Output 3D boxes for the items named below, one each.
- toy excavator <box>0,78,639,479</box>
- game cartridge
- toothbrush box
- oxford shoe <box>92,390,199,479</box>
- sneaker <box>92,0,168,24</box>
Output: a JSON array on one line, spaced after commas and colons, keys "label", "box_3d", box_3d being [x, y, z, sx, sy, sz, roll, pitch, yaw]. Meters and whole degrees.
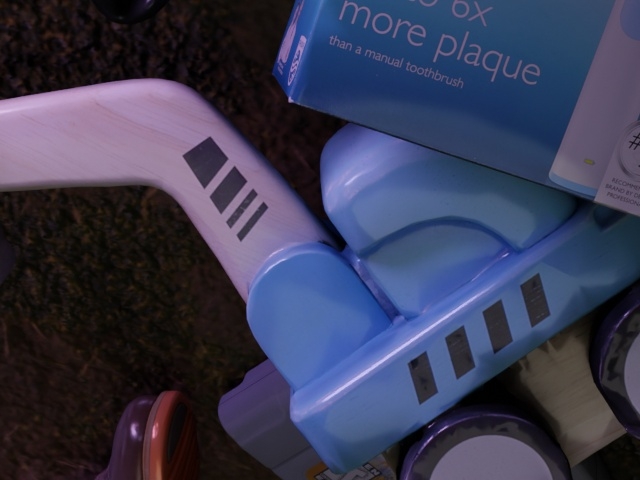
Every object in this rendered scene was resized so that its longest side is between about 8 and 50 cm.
[{"label": "toy excavator", "box_3d": [0.000, 0.000, 1.139, 0.433, 0.222, 0.445, -34, 100, 8]}, {"label": "game cartridge", "box_3d": [0.091, 0.168, 1.375, 0.198, 0.062, 0.297, -32, 121, 32]}, {"label": "toothbrush box", "box_3d": [0.123, -0.187, 0.950, 0.216, 0.126, 0.295, 18, 99, -10]}, {"label": "oxford shoe", "box_3d": [-0.181, 0.253, 1.423, 0.133, 0.130, 0.363, 16, 128, 1]}, {"label": "sneaker", "box_3d": [-0.063, -0.245, 0.993, 0.107, 0.124, 0.283, 17, 129, -10]}]
